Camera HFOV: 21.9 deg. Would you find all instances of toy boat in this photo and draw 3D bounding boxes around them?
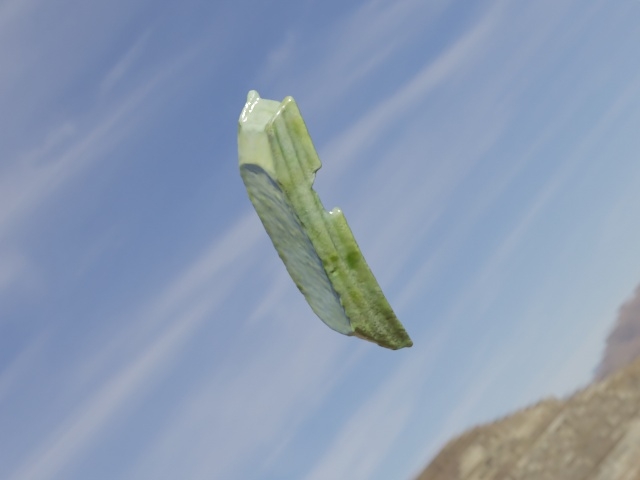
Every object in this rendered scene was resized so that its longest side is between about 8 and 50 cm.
[{"bbox_3d":[0.000,0.000,1.481,0.055,0.093,0.293,-43,-56,-24],"label":"toy boat"}]
